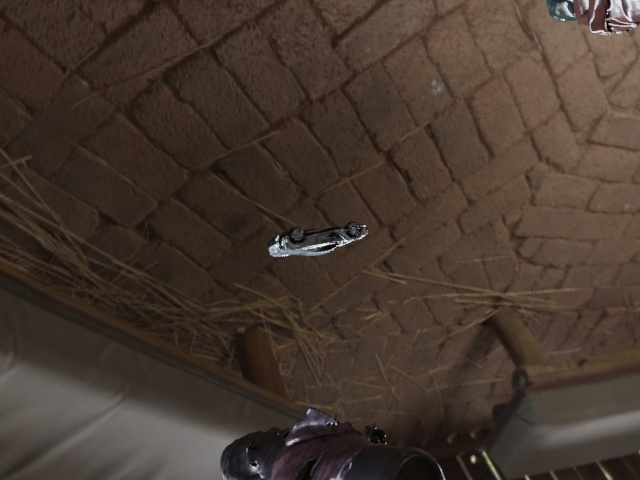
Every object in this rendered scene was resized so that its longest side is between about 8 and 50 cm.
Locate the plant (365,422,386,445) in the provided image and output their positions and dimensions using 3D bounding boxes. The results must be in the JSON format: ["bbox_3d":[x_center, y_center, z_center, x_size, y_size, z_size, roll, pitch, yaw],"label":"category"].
[{"bbox_3d":[0.045,0.228,0.607,0.051,0.051,0.102,-11,137,-14],"label":"plant"}]

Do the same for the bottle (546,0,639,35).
[{"bbox_3d":[0.492,-0.397,0.924,0.143,0.271,0.156,49,67,-34],"label":"bottle"}]

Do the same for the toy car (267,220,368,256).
[{"bbox_3d":[0.000,0.000,0.518,0.093,0.025,0.041,-6,174,-18],"label":"toy car"}]

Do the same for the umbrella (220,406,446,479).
[{"bbox_3d":[-0.009,0.207,0.512,0.090,0.094,0.326,43,151,-11],"label":"umbrella"}]
